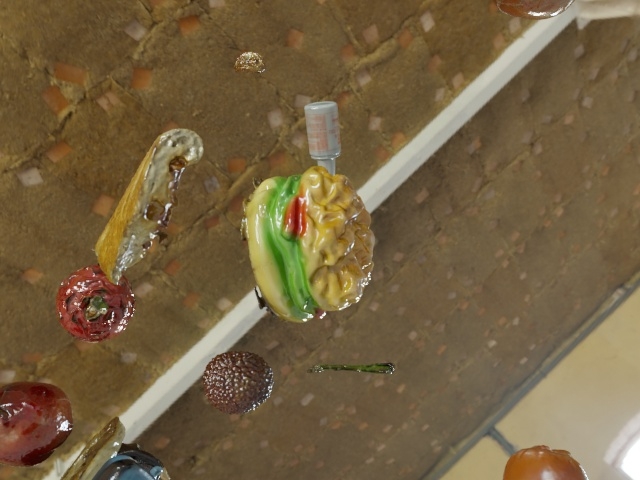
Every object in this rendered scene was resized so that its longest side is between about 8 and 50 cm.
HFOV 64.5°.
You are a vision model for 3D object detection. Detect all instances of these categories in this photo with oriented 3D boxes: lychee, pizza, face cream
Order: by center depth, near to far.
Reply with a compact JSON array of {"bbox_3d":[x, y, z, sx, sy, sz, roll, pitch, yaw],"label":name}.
[{"bbox_3d":[-0.273,-0.042,0.780,0.074,0.182,0.365,21,-46,-29],"label":"pizza"},{"bbox_3d":[-0.155,0.262,0.939,0.123,0.123,0.129,-51,-41,7],"label":"lychee"},{"bbox_3d":[0.013,-0.293,1.558,0.101,0.101,0.251,-17,-66,-23],"label":"face cream"}]

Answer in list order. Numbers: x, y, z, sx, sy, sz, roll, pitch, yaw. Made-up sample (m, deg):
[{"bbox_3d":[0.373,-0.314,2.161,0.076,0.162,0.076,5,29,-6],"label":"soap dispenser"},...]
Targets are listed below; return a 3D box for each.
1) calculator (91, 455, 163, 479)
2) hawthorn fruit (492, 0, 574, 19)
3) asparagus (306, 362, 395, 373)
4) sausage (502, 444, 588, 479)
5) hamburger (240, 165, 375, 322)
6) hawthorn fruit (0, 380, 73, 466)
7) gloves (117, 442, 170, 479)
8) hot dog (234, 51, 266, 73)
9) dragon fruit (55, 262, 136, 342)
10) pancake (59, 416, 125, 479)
[{"bbox_3d":[-0.278,0.404,0.605,0.293,0.051,0.172,-57,-38,-47],"label":"calculator"},{"bbox_3d":[0.331,-0.439,0.817,0.189,0.149,0.149,11,-62,-3],"label":"hawthorn fruit"},{"bbox_3d":[0.057,0.277,1.096,0.022,0.233,0.023,-1,-99,-51],"label":"asparagus"},{"bbox_3d":[0.233,0.394,0.546,0.094,0.097,0.348,47,-131,-37],"label":"sausage"},{"bbox_3d":[0.000,0.000,0.726,0.149,0.237,0.237,-12,-46,16],"label":"hamburger"},{"bbox_3d":[-0.578,0.348,0.973,0.169,0.169,0.188,-39,-25,-5],"label":"hawthorn fruit"},{"bbox_3d":[-0.478,0.589,1.330,0.181,0.106,0.129,22,-41,-20],"label":"gloves"},{"bbox_3d":[-0.176,-0.436,1.251,0.035,0.083,0.058,62,-140,-58],"label":"hot dog"},{"bbox_3d":[-0.510,0.143,1.156,0.172,0.209,0.172,-5,-68,-11],"label":"dragon fruit"},{"bbox_3d":[-0.536,0.543,1.090,0.065,0.356,0.356,40,-85,-14],"label":"pancake"}]
